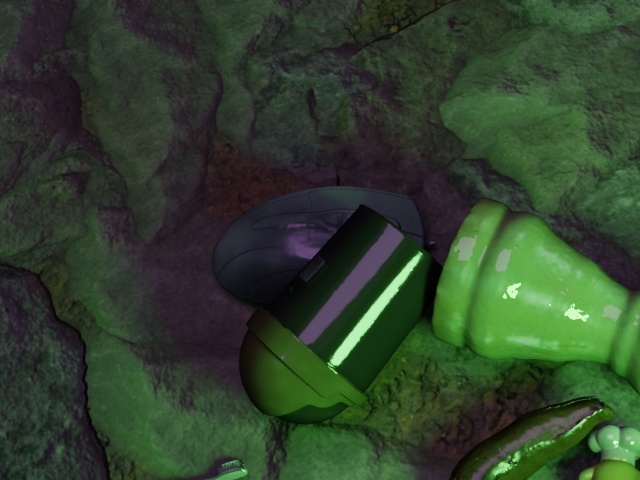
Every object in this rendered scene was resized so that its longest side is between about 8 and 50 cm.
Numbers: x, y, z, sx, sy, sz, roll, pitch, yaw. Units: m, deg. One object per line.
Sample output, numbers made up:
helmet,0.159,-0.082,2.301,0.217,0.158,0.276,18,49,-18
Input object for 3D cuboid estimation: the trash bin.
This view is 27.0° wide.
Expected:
trash bin,0.022,0.127,1.972,0.214,0.214,0.334,37,85,32

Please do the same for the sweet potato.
sweet potato,0.284,0.309,1.869,0.286,0.085,0.112,-32,50,-3

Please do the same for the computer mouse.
computer mouse,0.000,0.000,2.144,0.371,0.122,0.188,-4,56,8

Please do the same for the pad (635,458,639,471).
pad,0.450,0.370,1.840,0.245,0.006,0.170,-37,56,-12

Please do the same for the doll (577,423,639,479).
doll,0.409,0.326,1.839,0.106,0.062,0.162,6,58,14

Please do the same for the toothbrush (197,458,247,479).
toothbrush,-0.249,0.378,2.000,0.288,0.021,0.024,-16,43,2

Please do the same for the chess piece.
chess piece,0.396,0.112,1.897,0.442,0.234,0.234,21,63,22
